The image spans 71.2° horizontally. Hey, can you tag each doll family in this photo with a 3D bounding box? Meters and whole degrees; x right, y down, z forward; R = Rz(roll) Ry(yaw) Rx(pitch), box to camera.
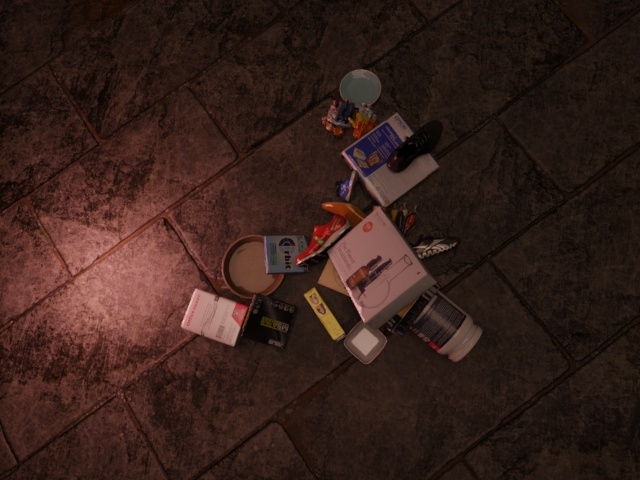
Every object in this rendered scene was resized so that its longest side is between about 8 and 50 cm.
[{"bbox_3d":[0.128,-0.525,1.949,0.262,0.118,0.163,17,81,7],"label":"doll family"}]

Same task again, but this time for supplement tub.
[{"bbox_3d":[0.460,0.315,1.726,0.272,0.191,0.191,40,85,11],"label":"supplement tub"}]

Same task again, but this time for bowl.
[{"bbox_3d":[0.180,0.407,1.802,0.142,0.053,0.142,41,86,10],"label":"bowl"}]

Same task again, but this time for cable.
[{"bbox_3d":[0.342,-0.018,1.862,0.139,0.072,0.288,8,87,31],"label":"cable"}]

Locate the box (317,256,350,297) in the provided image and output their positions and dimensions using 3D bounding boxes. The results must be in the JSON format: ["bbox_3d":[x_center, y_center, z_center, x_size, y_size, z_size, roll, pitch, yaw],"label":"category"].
[{"bbox_3d":[0.112,0.145,1.874,0.201,0.021,0.165,23,82,8],"label":"box"}]

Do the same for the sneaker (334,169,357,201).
[{"bbox_3d":[0.103,-0.242,1.896,0.084,0.152,0.058,25,44,14],"label":"sneaker"}]

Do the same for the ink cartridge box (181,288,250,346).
[{"bbox_3d":[-0.424,0.317,1.844,0.237,0.100,0.172,18,81,7],"label":"ink cartridge box"}]

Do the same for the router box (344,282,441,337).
[{"bbox_3d":[0.265,0.178,1.705,0.243,0.081,0.308,-53,43,3],"label":"router box"}]

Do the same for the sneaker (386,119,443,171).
[{"bbox_3d":[0.401,-0.393,1.824,0.286,0.130,0.109,-44,86,-8],"label":"sneaker"}]

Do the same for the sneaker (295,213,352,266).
[{"bbox_3d":[0.000,0.000,1.837,0.279,0.107,0.118,-40,68,2],"label":"sneaker"}]

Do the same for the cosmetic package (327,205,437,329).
[{"bbox_3d":[0.215,0.094,1.670,0.284,0.097,0.377,-40,46,13],"label":"cosmetic package"}]

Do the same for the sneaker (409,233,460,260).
[{"bbox_3d":[0.458,0.014,1.841,0.234,0.078,0.106,-19,81,3],"label":"sneaker"}]

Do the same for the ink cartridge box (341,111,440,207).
[{"bbox_3d":[0.296,-0.338,1.910,0.307,0.072,0.304,-36,86,-8],"label":"ink cartridge box"}]

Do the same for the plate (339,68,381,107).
[{"bbox_3d":[0.181,-0.685,2.024,0.187,0.024,0.189,-1,78,4],"label":"plate"}]

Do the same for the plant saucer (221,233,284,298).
[{"bbox_3d":[-0.281,0.112,1.903,0.277,0.041,0.278,-1,80,5],"label":"plant saucer"}]

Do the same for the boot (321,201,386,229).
[{"bbox_3d":[0.134,-0.049,1.873,0.294,0.104,0.212,7,93,18],"label":"boot"}]

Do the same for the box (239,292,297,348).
[{"bbox_3d":[-0.210,0.327,1.813,0.190,0.045,0.184,23,78,-21],"label":"box"}]

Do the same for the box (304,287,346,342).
[{"bbox_3d":[0.019,0.305,1.819,0.058,0.087,0.232,-34,77,-5],"label":"box"}]

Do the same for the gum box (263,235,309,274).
[{"bbox_3d":[-0.142,0.059,1.864,0.184,0.041,0.157,0,77,-22],"label":"gum box"}]
